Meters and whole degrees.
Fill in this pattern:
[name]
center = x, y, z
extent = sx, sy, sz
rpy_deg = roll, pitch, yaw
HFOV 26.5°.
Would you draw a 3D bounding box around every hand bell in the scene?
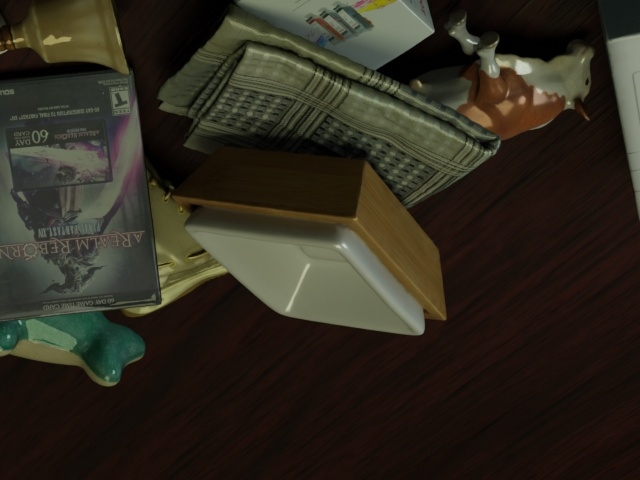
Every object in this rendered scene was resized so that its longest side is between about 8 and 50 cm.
[hand bell]
center = -0.323, -0.201, 1.372
extent = 0.242, 0.126, 0.126
rpy_deg = -14, 143, -5

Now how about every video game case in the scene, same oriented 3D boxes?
[video game case]
center = -0.292, -0.051, 1.538
extent = 0.196, 0.026, 0.274
rpy_deg = -6, 101, -2

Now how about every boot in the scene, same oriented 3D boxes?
[boot]
center = -0.171, -0.049, 1.640
extent = 0.262, 0.095, 0.203
rpy_deg = -30, 123, -4

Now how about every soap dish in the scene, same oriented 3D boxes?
[soap dish]
center = 0.000, 0.000, 1.548
extent = 0.229, 0.118, 0.291
rpy_deg = 7, 160, 28

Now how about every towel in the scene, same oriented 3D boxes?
[towel]
center = -0.009, -0.119, 1.462
extent = 0.324, 0.056, 0.312
rpy_deg = 24, 163, -13

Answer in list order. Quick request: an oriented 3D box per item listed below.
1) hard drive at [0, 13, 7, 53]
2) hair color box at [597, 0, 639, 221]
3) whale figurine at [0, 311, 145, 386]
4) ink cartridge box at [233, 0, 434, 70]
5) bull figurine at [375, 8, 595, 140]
[hard drive]
center = -0.478, -0.290, 1.316
extent = 0.233, 0.047, 0.353
rpy_deg = -12, 143, 5
[hair color box]
center = 0.430, -0.174, 1.551
extent = 0.185, 0.113, 0.374
rpy_deg = -11, 147, 13
[whale figurine]
center = -0.337, 0.067, 1.657
extent = 0.272, 0.216, 0.141
rpy_deg = 30, 117, 7
[ink cartridge box]
center = 0.010, -0.265, 1.375
extent = 0.127, 0.128, 0.176
rpy_deg = -29, 139, 24
[bull figurine]
center = 0.160, -0.167, 1.554
extent = 0.310, 0.101, 0.188
rpy_deg = -22, 138, 16
